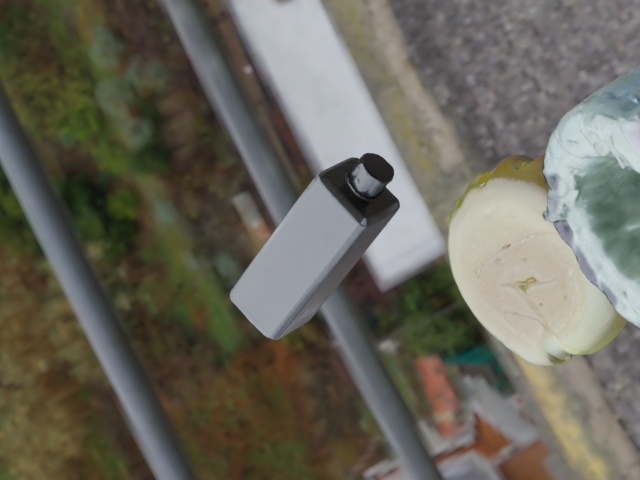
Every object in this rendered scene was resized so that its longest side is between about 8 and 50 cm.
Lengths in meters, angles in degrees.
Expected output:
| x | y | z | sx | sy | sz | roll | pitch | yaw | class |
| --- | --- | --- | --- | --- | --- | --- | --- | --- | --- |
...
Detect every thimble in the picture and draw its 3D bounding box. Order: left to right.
| x | y | z | sx | sy | sz | roll | pitch | yaw | class |
| --- | --- | --- | --- | --- | --- | --- | --- | --- | --- |
| 0.285 | -0.039 | 1.377 | 0.237 | 0.150 | 0.237 | 46 | 159 | 24 | thimble |

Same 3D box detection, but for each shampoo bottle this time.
| x | y | z | sx | sy | sz | roll | pitch | yaw | class |
| --- | --- | --- | --- | --- | --- | --- | --- | --- | --- |
| 0.000 | 0.000 | 1.935 | 0.079 | 0.080 | 0.246 | 47 | 128 | 11 | shampoo bottle |

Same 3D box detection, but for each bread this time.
| x | y | z | sx | sy | sz | roll | pitch | yaw | class |
| --- | --- | --- | --- | --- | --- | --- | --- | --- | --- |
| 0.210 | 0.012 | 1.669 | 0.213 | 0.105 | 0.213 | 30 | 138 | 32 | bread |
